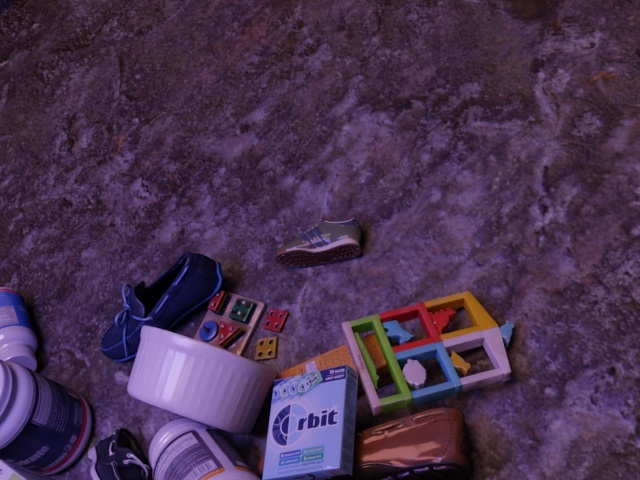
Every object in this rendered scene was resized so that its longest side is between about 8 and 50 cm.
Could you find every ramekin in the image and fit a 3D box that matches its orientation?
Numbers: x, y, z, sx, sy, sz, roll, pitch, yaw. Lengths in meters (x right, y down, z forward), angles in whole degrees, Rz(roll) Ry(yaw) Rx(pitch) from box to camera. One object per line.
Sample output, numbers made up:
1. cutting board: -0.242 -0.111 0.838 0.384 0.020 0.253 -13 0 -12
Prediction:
1. ramekin: -0.230 0.269 1.654 0.277 0.277 0.135 11 75 34

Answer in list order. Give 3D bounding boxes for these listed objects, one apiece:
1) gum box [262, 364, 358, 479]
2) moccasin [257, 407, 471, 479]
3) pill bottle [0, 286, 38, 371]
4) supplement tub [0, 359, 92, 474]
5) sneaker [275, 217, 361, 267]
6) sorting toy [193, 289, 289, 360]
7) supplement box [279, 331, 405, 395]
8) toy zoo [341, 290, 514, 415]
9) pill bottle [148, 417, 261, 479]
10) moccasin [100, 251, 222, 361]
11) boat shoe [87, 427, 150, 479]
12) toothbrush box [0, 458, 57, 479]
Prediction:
1. gum box: -0.016 0.314 1.474 0.157 0.041 0.184 -17 49 30
2. moccasin: 0.069 0.363 1.509 0.380 0.139 0.147 -19 48 22
3. pill bottle: -0.743 0.225 2.062 0.124 0.124 0.221 -38 51 5
4. supplement tub: -0.630 0.366 1.815 0.191 0.272 0.191 -14 56 22
5. sneaker: 0.000 0.000 1.820 0.192 0.064 0.086 -10 50 24
6. sorting toy: -0.194 0.173 1.832 0.274 0.046 0.132 14 70 34
7. supplement box: 0.045 0.249 1.629 0.233 0.078 0.080 -27 52 14
8. toy zoo: 0.204 0.189 1.535 0.293 0.030 0.192 -14 47 -9
9. pill bottle: -0.209 0.435 1.567 0.162 0.162 0.278 -51 28 -7
10. moccasin: -0.368 0.128 1.889 0.342 0.117 0.137 -41 40 14
11. boat shoe: -0.381 0.438 1.677 0.091 0.114 0.302 -41 23 -12
12. toothbrush box: -0.503 0.549 1.653 0.283 0.206 0.122 21 73 30
